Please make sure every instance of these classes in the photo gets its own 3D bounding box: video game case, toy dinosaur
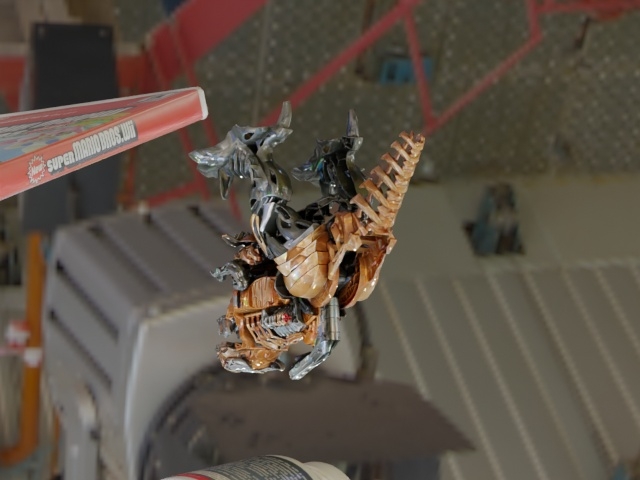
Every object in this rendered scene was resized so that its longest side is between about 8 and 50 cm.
[{"bbox_3d":[-0.229,-0.048,1.145,0.204,0.025,0.285,-5,-167,30],"label":"video game case"},{"bbox_3d":[0.000,0.000,1.671,0.164,0.322,0.218,25,-138,-51],"label":"toy dinosaur"}]

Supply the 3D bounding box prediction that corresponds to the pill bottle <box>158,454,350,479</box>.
[{"bbox_3d":[-0.049,0.212,1.312,0.108,0.108,0.180,36,-158,28],"label":"pill bottle"}]
